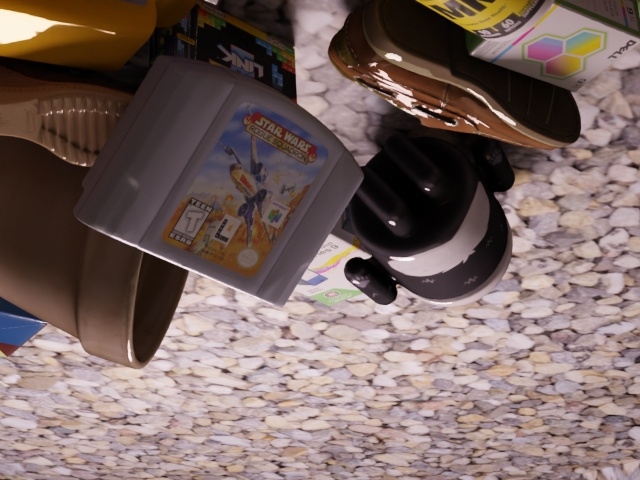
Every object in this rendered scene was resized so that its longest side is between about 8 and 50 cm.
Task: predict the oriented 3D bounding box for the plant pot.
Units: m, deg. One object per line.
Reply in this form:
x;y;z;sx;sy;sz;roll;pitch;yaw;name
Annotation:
-0.292;-0.047;1.375;0.280;0.323;0.323;15;152;3;plant pot

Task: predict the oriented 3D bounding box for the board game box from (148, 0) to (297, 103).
-0.100;-0.168;1.285;0.170;0.141;0.048;21;143;-39;board game box

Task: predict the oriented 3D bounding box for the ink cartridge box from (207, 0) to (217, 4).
-0.151;-0.263;1.057;0.135;0.099;0.056;16;109;-33;ink cartridge box

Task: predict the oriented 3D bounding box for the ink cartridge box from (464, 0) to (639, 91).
0.268;-0.221;1.303;0.209;0.062;0.109;14;148;-30;ink cartridge box

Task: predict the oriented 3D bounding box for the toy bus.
-0.261;-0.237;1.099;0.332;0.130;0.108;4;154;-38;toy bus

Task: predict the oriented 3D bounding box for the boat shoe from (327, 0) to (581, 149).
0.150;-0.177;1.346;0.307;0.111;0.104;26;146;-27;boat shoe

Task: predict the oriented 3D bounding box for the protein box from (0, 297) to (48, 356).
-0.452;0.015;1.537;0.199;0.201;0.136;16;147;-32;protein box

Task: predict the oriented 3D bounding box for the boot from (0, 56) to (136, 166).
-0.272;-0.171;1.208;0.248;0.207;0.090;5;130;-15;boot

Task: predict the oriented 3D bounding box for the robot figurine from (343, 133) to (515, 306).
0.139;-0.025;1.556;0.209;0.174;0.278;-10;152;23;robot figurine

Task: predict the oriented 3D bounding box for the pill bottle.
0.116;-0.274;1.126;0.208;0.119;0.119;20;145;-37;pill bottle

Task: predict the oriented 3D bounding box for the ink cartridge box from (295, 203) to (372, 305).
0.000;0.000;1.672;0.154;0.093;0.212;-22;145;33;ink cartridge box

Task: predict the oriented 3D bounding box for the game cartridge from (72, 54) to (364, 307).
-0.085;-0.058;1.217;0.297;0.062;0.198;26;101;-48;game cartridge
